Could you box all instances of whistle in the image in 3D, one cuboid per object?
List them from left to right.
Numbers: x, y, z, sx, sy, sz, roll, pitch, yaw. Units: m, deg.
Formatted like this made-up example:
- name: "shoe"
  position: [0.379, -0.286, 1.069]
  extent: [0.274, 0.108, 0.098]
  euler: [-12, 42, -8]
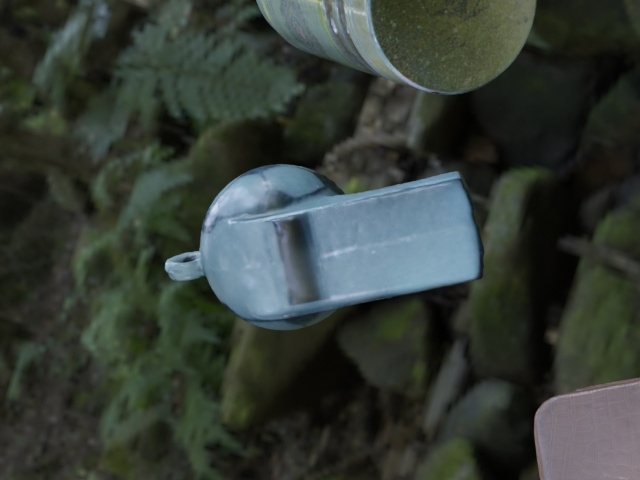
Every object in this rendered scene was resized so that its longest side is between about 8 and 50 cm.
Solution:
- name: "whistle"
  position: [0.000, 0.000, 1.538]
  extent: [0.163, 0.290, 0.163]
  euler: [-11, -90, -83]

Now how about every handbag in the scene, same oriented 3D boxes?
- name: "handbag"
  position: [0.271, 0.182, 1.341]
  extent: [0.072, 0.193, 0.151]
  euler: [39, -137, -56]

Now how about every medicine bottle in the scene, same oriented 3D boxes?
- name: "medicine bottle"
  position: [0.052, -0.224, 1.507]
  extent: [0.322, 0.151, 0.151]
  euler: [32, 105, 66]
